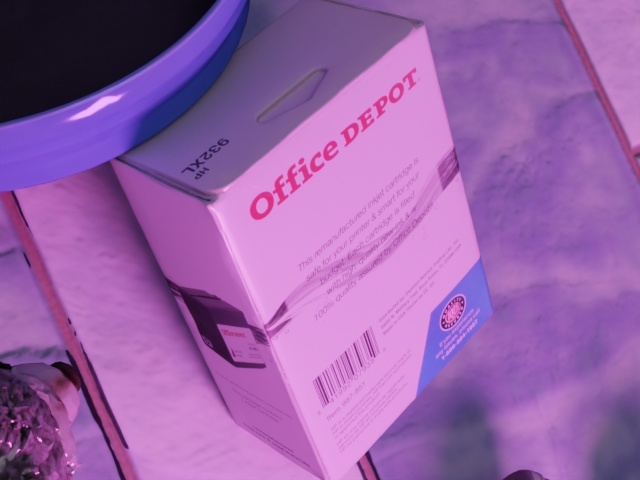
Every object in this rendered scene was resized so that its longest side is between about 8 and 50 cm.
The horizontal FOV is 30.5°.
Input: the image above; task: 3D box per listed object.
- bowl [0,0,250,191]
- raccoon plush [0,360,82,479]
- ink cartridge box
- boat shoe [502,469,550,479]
[{"bbox_3d":[-0.238,-0.191,0.875,0.391,0.077,0.391,-3,51,4],"label":"bowl"},{"bbox_3d":[-0.306,0.254,0.717,0.216,0.299,0.446,33,67,-13],"label":"raccoon plush"},{"bbox_3d":[0.000,0.000,0.920,0.223,0.129,0.307,-42,135,-25],"label":"ink cartridge box"},{"bbox_3d":[0.194,0.359,0.998,0.103,0.118,0.320,11,63,-23],"label":"boat shoe"}]
